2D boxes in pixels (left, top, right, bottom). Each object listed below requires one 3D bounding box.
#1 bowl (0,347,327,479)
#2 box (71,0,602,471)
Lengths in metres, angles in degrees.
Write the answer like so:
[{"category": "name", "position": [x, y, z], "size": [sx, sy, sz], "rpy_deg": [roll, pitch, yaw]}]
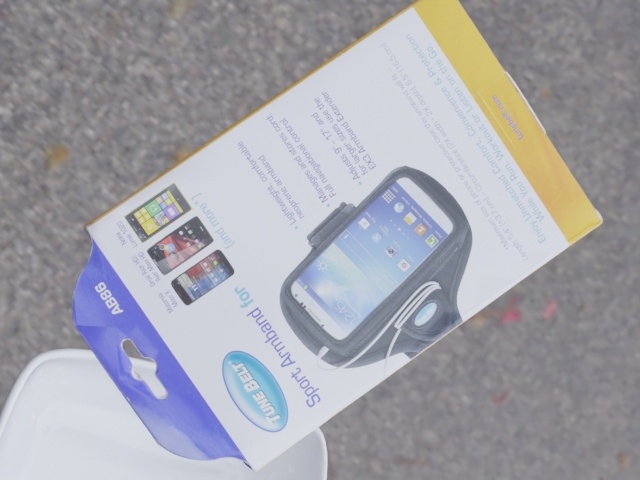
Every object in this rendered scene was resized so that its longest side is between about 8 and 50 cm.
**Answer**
[{"category": "bowl", "position": [-0.077, 0.122, 0.621], "size": [0.142, 0.053, 0.142], "rpy_deg": [18, 75, -23]}, {"category": "box", "position": [0.000, 0.000, 0.426], "size": [0.136, 0.028, 0.081], "rpy_deg": [-34, 96, -6]}]
